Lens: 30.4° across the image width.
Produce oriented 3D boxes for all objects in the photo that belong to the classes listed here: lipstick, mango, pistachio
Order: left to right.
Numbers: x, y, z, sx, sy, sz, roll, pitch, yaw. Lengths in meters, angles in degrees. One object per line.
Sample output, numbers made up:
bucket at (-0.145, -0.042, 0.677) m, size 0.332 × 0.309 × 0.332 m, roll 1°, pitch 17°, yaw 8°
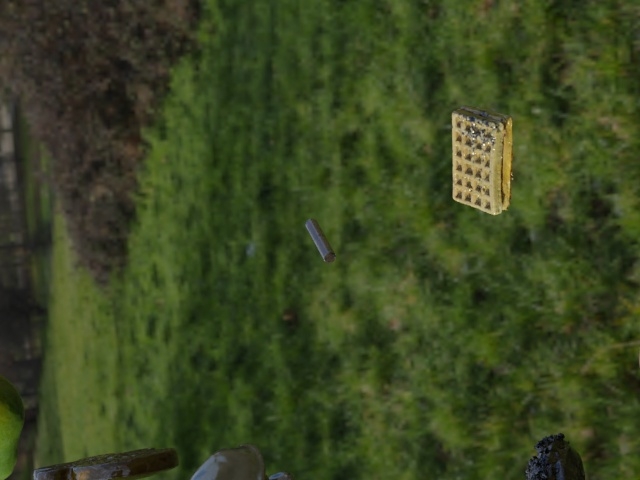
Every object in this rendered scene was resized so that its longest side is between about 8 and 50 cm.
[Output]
mango at (-0.630, 0.346, 2.190) m, size 0.114 × 0.156 × 0.251 m, roll -107°, pitch 21°, yaw -52°
pistachio at (-0.102, 0.315, 1.263) m, size 0.131 × 0.129 × 0.206 m, roll -20°, pitch 33°, yaw 49°
lipstick at (0.000, 0.000, 1.632) m, size 0.094 × 0.019 × 0.019 m, roll -119°, pitch 30°, yaw -55°

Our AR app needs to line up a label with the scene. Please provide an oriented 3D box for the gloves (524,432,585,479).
gloves at (0.398, 0.477, 2.026) m, size 0.210 × 0.135 × 0.312 m, roll 55°, pitch -132°, yaw -42°

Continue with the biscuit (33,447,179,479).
biscuit at (-0.281, 0.303, 1.552) m, size 0.236 × 0.180 × 0.039 m, roll -19°, pitch 79°, yaw 50°

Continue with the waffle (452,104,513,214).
waffle at (0.240, -0.121, 1.751) m, size 0.102 × 0.042 × 0.148 m, roll 28°, pitch 127°, yaw 50°
